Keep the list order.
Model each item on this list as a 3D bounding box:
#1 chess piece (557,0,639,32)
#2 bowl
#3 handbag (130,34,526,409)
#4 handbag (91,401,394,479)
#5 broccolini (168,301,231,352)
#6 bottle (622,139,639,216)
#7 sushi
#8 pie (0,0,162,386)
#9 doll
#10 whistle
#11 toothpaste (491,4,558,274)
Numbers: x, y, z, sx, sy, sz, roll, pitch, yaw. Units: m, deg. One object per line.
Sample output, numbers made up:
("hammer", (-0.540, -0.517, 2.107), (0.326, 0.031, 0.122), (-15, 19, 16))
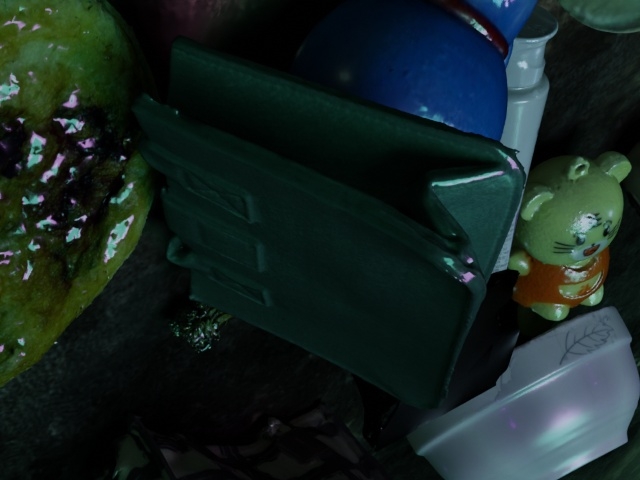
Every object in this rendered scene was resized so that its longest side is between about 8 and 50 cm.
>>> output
("chess piece", (0.310, -0.240, 0.972), (0.251, 0.144, 0.144), (-8, 135, -48))
("bowl", (0.246, 0.204, 1.331), (0.287, 0.143, 0.287), (-25, 164, -8))
("handbag", (0.001, 0.000, 0.790), (0.326, 0.239, 0.089), (90, 25, -68))
("handbag", (-0.022, 0.303, 1.081), (0.325, 0.327, 0.162), (10, 123, -51))
("broccolini", (-0.060, 0.071, 1.036), (0.194, 0.054, 0.052), (8, 104, -53))
("bottle", (0.484, -0.138, 1.251), (0.347, 0.168, 0.168), (-40, 148, 5))
("sushi", (0.077, 0.057, 1.056), (0.153, 0.150, 0.172), (-24, 144, -26))
("pie", (-0.209, -0.021, 0.716), (0.323, 0.070, 0.323), (-34, 145, -28))
("doll", (0.074, -0.148, 0.836), (0.215, 0.161, 0.256), (37, 83, -44))
("whistle", (0.249, 0.012, 1.225), (0.131, 0.106, 0.288), (-22, 143, -17))
("toothpaste", (0.150, -0.068, 1.041), (0.073, 0.114, 0.299), (-17, 136, -24))
